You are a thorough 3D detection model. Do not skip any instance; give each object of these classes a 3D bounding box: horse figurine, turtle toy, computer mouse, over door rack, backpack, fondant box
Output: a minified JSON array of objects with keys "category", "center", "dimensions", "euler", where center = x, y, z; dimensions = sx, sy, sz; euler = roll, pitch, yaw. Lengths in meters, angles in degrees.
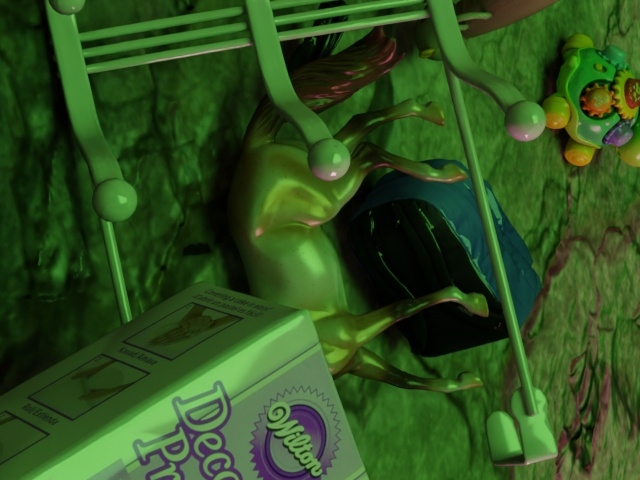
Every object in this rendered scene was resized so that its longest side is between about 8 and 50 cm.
[{"category":"horse figurine","center":[0.008,0.008,0.833],"dimensions":[0.174,0.066,0.263],"euler":[-9,95,-13]},{"category":"turtle toy","center":[0.241,-0.110,1.165],"dimensions":[0.130,0.066,0.095],"euler":[48,52,-38]},{"category":"computer mouse","center":[0.011,-0.187,0.902],"dimensions":[0.041,0.071,0.242],"euler":[24,69,-10]},{"category":"over door rack","center":[0.000,0.000,0.740],"dimensions":[0.239,0.108,0.324],"euler":[-12,97,-15]},{"category":"backpack","center":[0.079,0.004,0.937],"dimensions":[0.120,0.098,0.101],"euler":[52,39,-18]},{"category":"fondant box","center":[-0.117,0.200,0.605],"dimensions":[0.330,0.096,0.238],"euler":[-31,113,-30]}]

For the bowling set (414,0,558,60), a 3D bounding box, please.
[{"category":"bowling set","center":[0.137,-0.279,0.998],"dimensions":[0.200,0.154,0.287],"euler":[56,47,-7]}]
